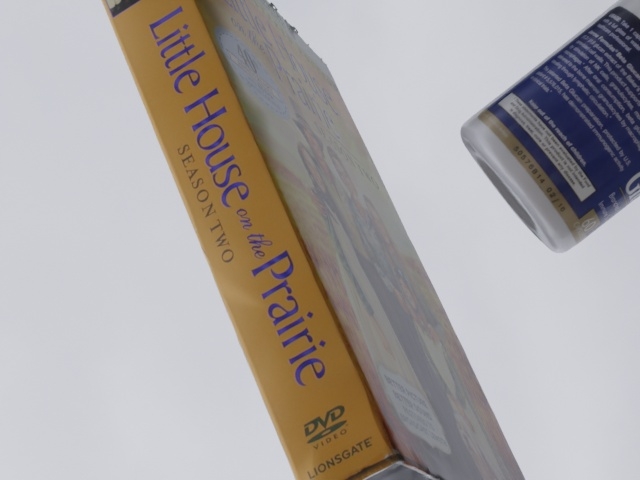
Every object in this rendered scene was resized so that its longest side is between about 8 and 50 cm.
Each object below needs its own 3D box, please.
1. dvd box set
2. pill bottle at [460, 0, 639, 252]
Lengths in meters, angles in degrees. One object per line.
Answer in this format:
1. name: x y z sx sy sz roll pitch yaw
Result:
1. dvd box set: 0.000 0.000 1.001 0.307 0.062 0.420 39 -156 -59
2. pill bottle: 0.171 -0.078 0.870 0.094 0.169 0.094 51 -178 -2
